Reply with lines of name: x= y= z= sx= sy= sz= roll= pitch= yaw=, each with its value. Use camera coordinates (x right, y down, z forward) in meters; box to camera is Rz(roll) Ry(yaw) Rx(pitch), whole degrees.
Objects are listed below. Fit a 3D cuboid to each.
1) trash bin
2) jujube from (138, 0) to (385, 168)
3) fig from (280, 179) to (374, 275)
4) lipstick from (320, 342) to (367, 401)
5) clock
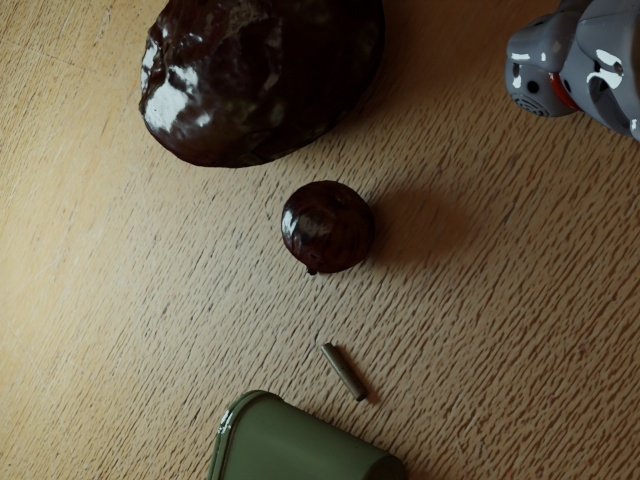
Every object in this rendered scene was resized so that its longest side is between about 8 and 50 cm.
trash bin: x=-0.029 y=0.345 z=1.361 sx=0.247 sy=0.121 sz=0.243 roll=18 pitch=96 yaw=41
jujube: x=-0.089 y=-0.246 z=1.421 sx=0.377 sy=0.276 sz=0.276 roll=-25 pitch=67 yaw=51
fig: x=-0.001 y=-0.015 z=1.388 sx=0.150 sy=0.128 sz=0.128 roll=-19 pitch=71 yaw=46
lipstick: x=0.031 y=0.174 z=1.396 sx=0.019 sy=0.019 sz=0.094 roll=-54 pitch=53 yaw=23
clock: x=0.298 y=-0.192 z=1.118 sx=0.254 sy=0.189 sz=0.189 roll=18 pitch=96 yaw=58
